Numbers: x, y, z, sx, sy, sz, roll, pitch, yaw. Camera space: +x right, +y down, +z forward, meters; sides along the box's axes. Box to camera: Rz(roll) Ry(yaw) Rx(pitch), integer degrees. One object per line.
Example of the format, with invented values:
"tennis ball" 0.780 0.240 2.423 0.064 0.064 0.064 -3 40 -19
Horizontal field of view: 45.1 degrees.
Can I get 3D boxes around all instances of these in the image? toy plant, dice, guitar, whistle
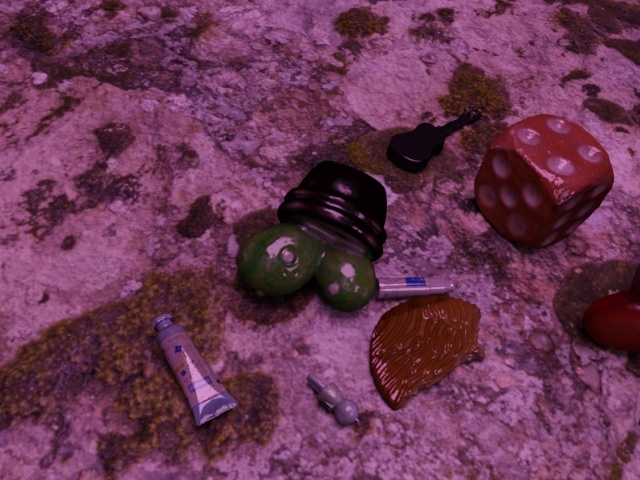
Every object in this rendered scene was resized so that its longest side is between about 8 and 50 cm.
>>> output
"toy plant" 0.000 0.000 1.202 0.217 0.175 0.235 22 73 1
"dice" 0.395 -0.104 1.362 0.173 0.175 0.179 -22 55 -30
"guitar" 0.239 -0.216 1.524 0.084 0.038 0.271 41 53 22
"whistle" 0.018 0.222 1.081 0.100 0.035 0.035 39 52 24

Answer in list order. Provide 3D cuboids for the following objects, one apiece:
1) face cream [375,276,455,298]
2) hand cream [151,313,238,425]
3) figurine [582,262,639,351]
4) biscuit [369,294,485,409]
"face cream" 0.153 0.076 1.243 0.130 0.034 0.034 0 48 -12
"hand cream" -0.184 0.176 1.077 0.065 0.043 0.171 -25 62 -24
"figurine" 0.595 0.076 1.200 0.261 0.270 0.211 -20 54 -41
"biscuit" 0.163 0.165 1.167 0.176 0.031 0.229 17 46 6
